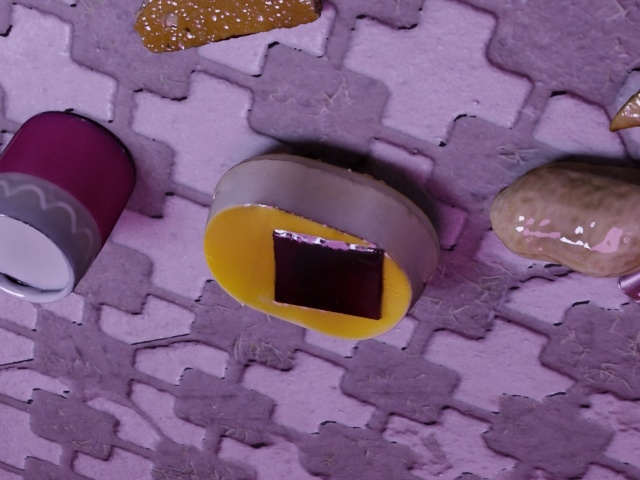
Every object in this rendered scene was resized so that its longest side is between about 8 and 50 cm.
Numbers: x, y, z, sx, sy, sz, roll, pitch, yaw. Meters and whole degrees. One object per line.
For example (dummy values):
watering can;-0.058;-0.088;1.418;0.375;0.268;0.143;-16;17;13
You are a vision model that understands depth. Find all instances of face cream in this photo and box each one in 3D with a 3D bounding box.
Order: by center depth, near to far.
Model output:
face cream;-0.354;-0.042;1.714;0.175;0.195;0.175;13;140;11

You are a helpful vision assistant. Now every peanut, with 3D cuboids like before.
peanut;0.306;-0.023;1.509;0.224;0.129;0.129;5;138;21

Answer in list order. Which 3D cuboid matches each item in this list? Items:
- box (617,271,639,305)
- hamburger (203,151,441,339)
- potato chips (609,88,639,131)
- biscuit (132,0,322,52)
box;0.466;0.021;1.533;0.120;0.069;0.224;36;137;-16
hamburger;0.000;0.000;1.652;0.295;0.151;0.227;23;134;5
potato chips;0.403;-0.231;1.288;0.080;0.057;0.407;33;141;6
biscuit;-0.122;-0.281;1.481;0.237;0.026;0.131;-6;131;29
